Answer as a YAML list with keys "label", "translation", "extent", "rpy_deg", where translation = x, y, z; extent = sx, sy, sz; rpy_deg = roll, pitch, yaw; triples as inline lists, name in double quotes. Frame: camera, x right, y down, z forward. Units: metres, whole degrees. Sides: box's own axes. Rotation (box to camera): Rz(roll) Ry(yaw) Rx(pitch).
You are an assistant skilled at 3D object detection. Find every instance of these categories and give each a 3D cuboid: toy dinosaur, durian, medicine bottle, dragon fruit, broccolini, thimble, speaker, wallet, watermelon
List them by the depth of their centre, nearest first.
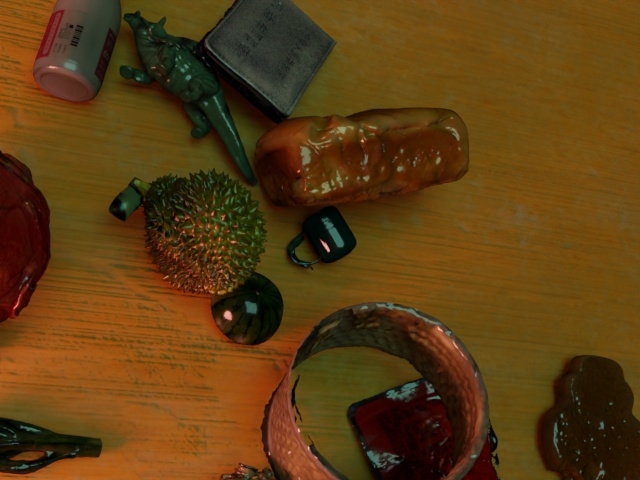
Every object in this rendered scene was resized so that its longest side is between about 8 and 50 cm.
- label: "dragon fruit"
  translation: [-0.416, -0.009, 0.900]
  extent: [0.241, 0.241, 0.252]
  rpy_deg: [-6, 58, -23]
- label: "broccolini"
  translation: [-0.357, 0.234, 0.942]
  extent: [0.202, 0.068, 0.091]
  rpy_deg: [0, 55, -23]
- label: "thimble"
  translation: [0.067, 0.224, 1.028]
  extent: [0.270, 0.150, 0.271]
  rpy_deg: [7, 56, -10]
- label: "durian"
  translation: [-0.155, -0.013, 1.050]
  extent: [0.146, 0.198, 0.159]
  rpy_deg: [-43, 136, -28]
- label: "watermelon"
  translation: [-0.093, 0.087, 1.094]
  extent: [0.105, 0.062, 0.105]
  rpy_deg: [12, 63, -25]
- label: "medicine bottle"
  translation: [-0.321, -0.302, 1.108]
  extent: [0.090, 0.090, 0.217]
  rpy_deg: [18, 67, -16]
- label: "toy dinosaur"
  translation: [-0.185, -0.203, 1.132]
  extent: [0.120, 0.079, 0.292]
  rpy_deg: [-24, 81, -48]
- label: "speaker"
  translation: [-0.001, 0.001, 1.170]
  extent: [0.094, 0.060, 0.075]
  rpy_deg: [-31, 87, 8]
- label: "wallet"
  translation: [-0.075, -0.287, 1.201]
  extent: [0.167, 0.036, 0.222]
  rpy_deg: [40, 50, -13]

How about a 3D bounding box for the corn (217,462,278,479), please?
- label: "corn"
  translation: [-0.096, 0.429, 0.958]
  extent: [0.115, 0.115, 0.318]
  rpy_deg: [7, 73, -20]

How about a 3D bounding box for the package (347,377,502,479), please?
- label: "package"
  translation: [0.170, 0.324, 1.121]
  extent: [0.194, 0.071, 0.269]
  rpy_deg: [-14, 79, -25]

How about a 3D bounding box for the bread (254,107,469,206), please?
- label: "bread"
  translation: [0.059, -0.122, 1.167]
  extent: [0.294, 0.167, 0.132]
  rpy_deg: [-8, 100, -25]

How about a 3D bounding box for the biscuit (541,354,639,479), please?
- label: "biscuit"
  translation: [0.432, 0.338, 1.238]
  extent: [0.183, 0.047, 0.320]
  rpy_deg: [-15, 80, -23]
